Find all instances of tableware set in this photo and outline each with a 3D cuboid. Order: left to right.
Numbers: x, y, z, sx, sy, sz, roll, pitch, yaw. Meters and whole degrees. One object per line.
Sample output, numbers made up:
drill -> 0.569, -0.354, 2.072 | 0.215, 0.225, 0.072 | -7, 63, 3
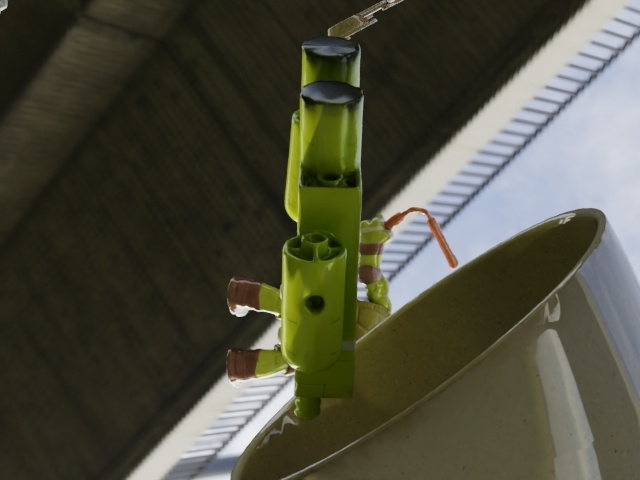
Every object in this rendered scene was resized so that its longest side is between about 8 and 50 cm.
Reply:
tableware set -> 0.069, -0.215, 1.276 | 0.169, 0.141, 0.020 | -24, -82, 32

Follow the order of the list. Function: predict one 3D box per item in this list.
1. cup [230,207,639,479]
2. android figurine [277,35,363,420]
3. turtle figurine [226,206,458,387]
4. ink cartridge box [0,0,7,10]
cup -> 0.137, 0.166, 1.024 | 0.331, 0.331, 0.237 | -34, -84, 31
android figurine -> 0.000, 0.000, 1.014 | 0.056, 0.248, 0.272 | 3, -59, -2
turtle figurine -> 0.021, 0.104, 1.341 | 0.217, 0.087, 0.269 | 0, -77, 10
ink cartridge box -> -0.367, -0.314, 1.097 | 0.121, 0.211, 0.289 | -6, -94, 59
